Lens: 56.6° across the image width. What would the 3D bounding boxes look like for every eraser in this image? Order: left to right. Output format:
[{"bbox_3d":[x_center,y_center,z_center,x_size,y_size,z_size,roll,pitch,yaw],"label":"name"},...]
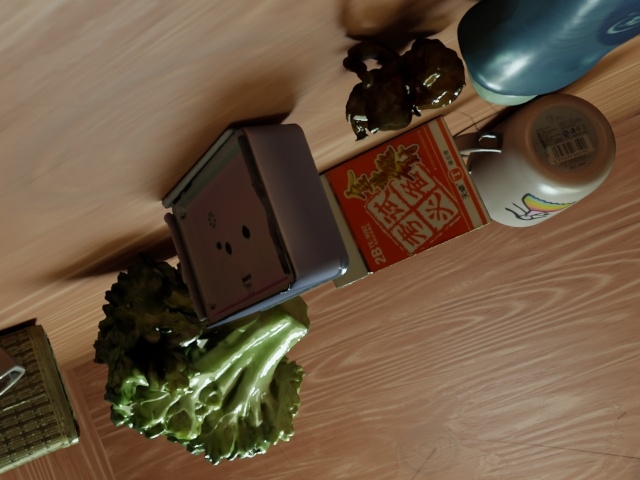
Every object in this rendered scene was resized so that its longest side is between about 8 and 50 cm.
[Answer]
[{"bbox_3d":[0.095,-0.049,0.818,0.231,0.157,0.038,-25,178,14],"label":"eraser"}]

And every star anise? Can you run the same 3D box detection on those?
[{"bbox_3d":[0.051,-0.109,0.412,0.098,0.070,0.190,-22,-165,14],"label":"star anise"}]

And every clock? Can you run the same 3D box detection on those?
[{"bbox_3d":[-0.070,-0.008,0.556,0.073,0.144,0.193,-14,171,-35],"label":"clock"}]

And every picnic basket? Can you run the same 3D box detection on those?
[{"bbox_3d":[-0.559,0.292,1.097,0.176,0.227,0.313,-18,173,-29],"label":"picnic basket"}]

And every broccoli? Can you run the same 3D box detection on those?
[{"bbox_3d":[-0.148,0.155,0.859,0.281,0.347,0.293,-37,176,22],"label":"broccoli"}]

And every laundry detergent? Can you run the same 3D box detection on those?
[{"bbox_3d":[0.172,-0.155,0.374,0.144,0.094,0.290,-27,176,-13],"label":"laundry detergent"}]

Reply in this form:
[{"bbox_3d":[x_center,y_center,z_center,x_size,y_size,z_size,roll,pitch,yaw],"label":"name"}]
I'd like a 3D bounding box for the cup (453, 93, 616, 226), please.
[{"bbox_3d":[0.342,-0.142,1.011,0.253,0.191,0.200,10,169,-3],"label":"cup"}]

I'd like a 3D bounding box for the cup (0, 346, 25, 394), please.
[{"bbox_3d":[-0.546,0.244,0.779,0.209,0.288,0.273,26,144,-19],"label":"cup"}]
